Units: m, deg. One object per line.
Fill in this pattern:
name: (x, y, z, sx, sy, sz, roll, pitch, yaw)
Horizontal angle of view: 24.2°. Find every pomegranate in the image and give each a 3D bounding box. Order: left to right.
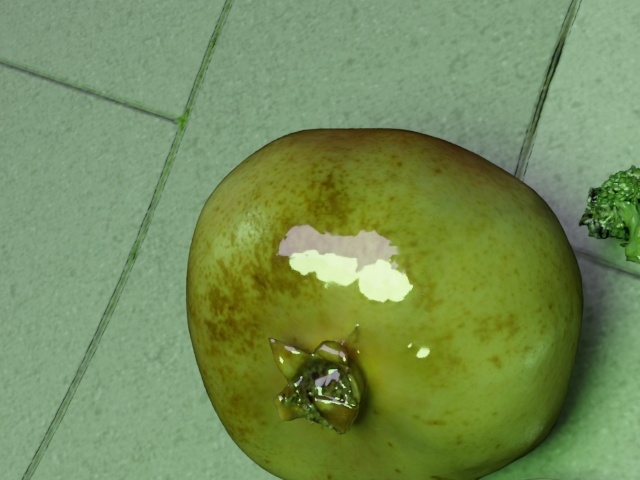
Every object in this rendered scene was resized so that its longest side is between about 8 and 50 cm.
pomegranate: (0.041, 0.057, 1.107, 0.319, 0.319, 0.319, -15, 57, 24)

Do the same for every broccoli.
broccoli: (0.264, -0.013, 1.166, 0.095, 0.097, 0.092, -24, 41, 57)

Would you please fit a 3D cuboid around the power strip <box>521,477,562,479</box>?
power strip: (0.166, 0.252, 1.074, 0.154, 0.078, 0.154, -15, 56, 24)
